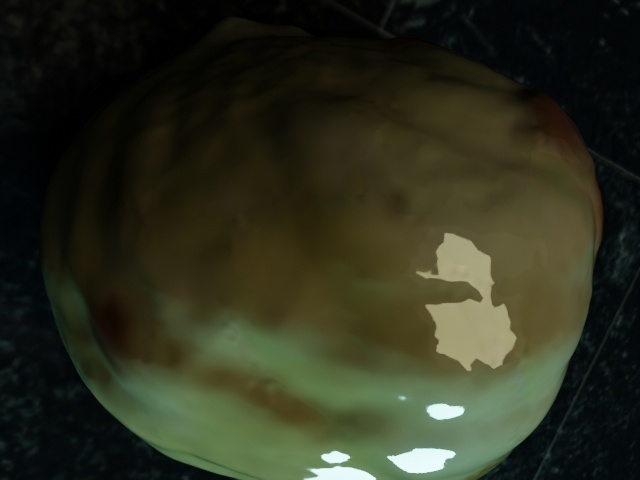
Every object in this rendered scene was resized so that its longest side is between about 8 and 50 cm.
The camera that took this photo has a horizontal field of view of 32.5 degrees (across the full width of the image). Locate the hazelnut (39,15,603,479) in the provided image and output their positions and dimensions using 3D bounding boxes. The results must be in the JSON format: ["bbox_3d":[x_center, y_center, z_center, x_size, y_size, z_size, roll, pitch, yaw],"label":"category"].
[{"bbox_3d":[0.000,0.000,0.517,0.261,0.261,0.241,-12,86,-33],"label":"hazelnut"}]
